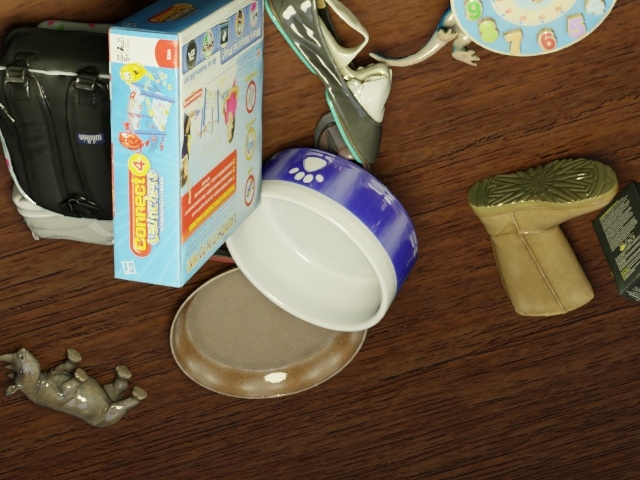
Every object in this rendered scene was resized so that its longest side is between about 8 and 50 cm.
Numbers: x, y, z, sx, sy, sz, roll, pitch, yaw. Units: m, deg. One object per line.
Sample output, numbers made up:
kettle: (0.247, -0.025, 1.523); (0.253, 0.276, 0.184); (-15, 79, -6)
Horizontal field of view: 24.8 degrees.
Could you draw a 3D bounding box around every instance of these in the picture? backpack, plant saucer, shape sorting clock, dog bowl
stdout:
backpack: (-0.296, -0.152, 1.865); (0.225, 0.191, 0.253); (5, 128, 12)
plant saucer: (-0.081, 0.130, 2.285); (0.310, 0.050, 0.311); (-5, 134, -5)
shape sorting clock: (0.259, -0.301, 1.753); (0.206, 0.040, 0.206); (-1, 133, -1)
dog bowl: (0.000, 0.000, 2.045); (0.265, 0.104, 0.265); (23, 144, 18)

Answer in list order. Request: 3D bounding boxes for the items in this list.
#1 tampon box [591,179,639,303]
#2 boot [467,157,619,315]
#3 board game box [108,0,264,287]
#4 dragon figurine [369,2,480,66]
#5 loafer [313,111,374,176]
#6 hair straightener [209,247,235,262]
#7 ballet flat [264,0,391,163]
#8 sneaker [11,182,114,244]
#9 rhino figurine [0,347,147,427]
tampon box: (0.504, 0.012, 2.205); (0.120, 0.161, 0.101); (21, 126, -26)
boot: (0.365, 0.001, 2.205); (0.236, 0.089, 0.269); (-4, 138, 28)
board game box: (-0.156, -0.141, 1.772); (0.086, 0.308, 0.302); (8, 112, 14)
dragon figurine: (0.201, -0.314, 1.890); (0.289, 0.144, 0.085); (-23, 138, 38)
loafer: (0.041, -0.048, 2.106); (0.109, 0.095, 0.302); (-10, 134, -1)
hair straightener: (-0.204, -0.023, 2.131); (0.230, 0.047, 0.089); (9, 110, -12)
ballet flat: (0.032, -0.223, 1.898); (0.096, 0.095, 0.280); (-23, 119, 20)
sneaker: (-0.284, -0.050, 2.052); (0.281, 0.105, 0.115); (1, 139, 4)
rhino figurine: (-0.404, 0.229, 2.302); (0.243, 0.073, 0.106); (23, 122, -27)
